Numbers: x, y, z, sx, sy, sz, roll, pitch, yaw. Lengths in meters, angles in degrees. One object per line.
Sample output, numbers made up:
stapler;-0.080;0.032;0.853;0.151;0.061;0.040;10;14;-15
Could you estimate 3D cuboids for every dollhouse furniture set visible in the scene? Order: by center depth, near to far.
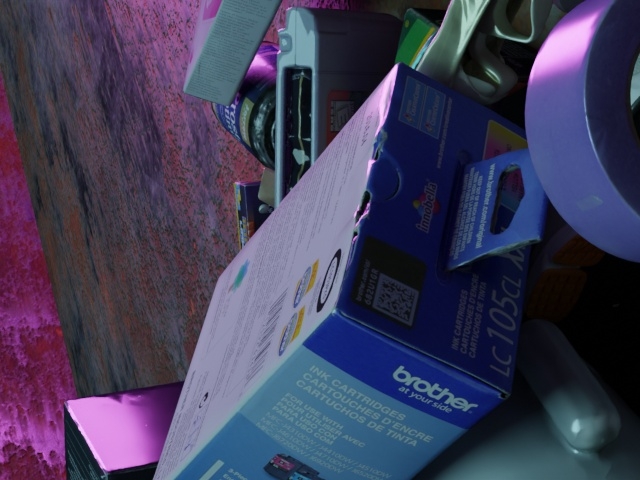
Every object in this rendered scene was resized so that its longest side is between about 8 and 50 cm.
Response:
dollhouse furniture set;-0.042;-0.061;1.573;0.081;0.114;0.091;5;76;32

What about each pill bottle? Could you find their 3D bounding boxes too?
pill bottle;-0.037;-0.143;1.792;0.219;0.123;0.122;-136;43;-59

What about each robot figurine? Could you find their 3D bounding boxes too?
robot figurine;0.180;0.210;1.232;0.353;0.200;0.300;-127;34;-53

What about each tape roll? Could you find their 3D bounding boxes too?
tape roll;0.233;-0.081;1.018;0.080;0.189;0.189;162;100;-68

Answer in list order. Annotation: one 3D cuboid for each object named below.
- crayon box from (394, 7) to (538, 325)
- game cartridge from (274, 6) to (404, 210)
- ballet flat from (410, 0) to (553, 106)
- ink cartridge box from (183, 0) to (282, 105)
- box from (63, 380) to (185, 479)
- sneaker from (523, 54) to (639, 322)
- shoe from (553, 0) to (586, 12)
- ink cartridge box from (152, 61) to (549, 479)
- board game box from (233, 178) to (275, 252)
crayon box;0.120;-0.028;1.422;0.202;0.081;0.318;-133;49;-56
game cartridge;0.027;-0.079;1.555;0.060;0.196;0.294;4;97;28
ballet flat;0.128;-0.159;1.235;0.086;0.086;0.248;61;139;45
ink cartridge box;-0.060;-0.361;1.697;0.330;0.071;0.324;124;158;-60
box;-0.109;0.331;1.820;0.179;0.343;0.312;-138;46;-58
sneaker;0.217;-0.051;1.226;0.121;0.099;0.262;-108;30;-45
shoe;0.192;-0.273;1.237;0.081;0.063;0.178;50;147;46
ink cartridge box;0.033;0.054;1.225;0.395;0.151;0.270;-51;18;46
board game box;0.000;0.000;1.672;0.048;0.170;0.141;-158;62;-71
